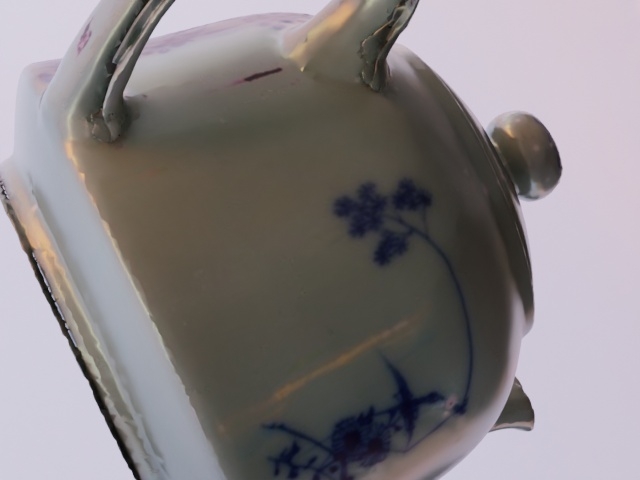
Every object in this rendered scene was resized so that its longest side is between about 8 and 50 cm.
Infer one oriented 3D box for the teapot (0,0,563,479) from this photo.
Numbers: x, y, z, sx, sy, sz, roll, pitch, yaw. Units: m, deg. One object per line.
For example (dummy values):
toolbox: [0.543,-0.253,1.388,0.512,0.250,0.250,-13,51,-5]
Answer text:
teapot: [0.000,0.000,0.411,0.232,0.159,0.159,73,-153,-45]
